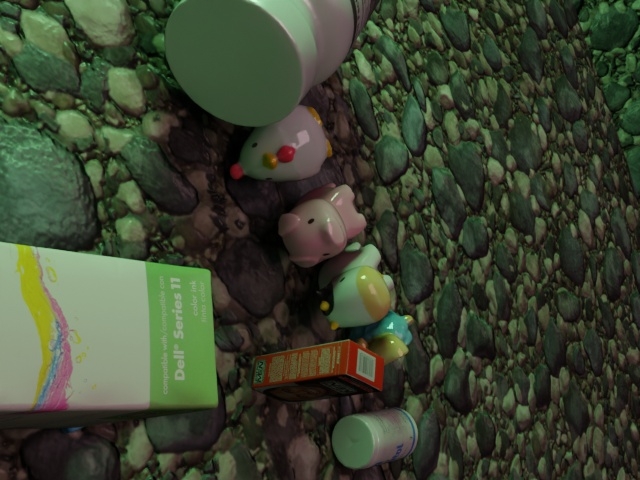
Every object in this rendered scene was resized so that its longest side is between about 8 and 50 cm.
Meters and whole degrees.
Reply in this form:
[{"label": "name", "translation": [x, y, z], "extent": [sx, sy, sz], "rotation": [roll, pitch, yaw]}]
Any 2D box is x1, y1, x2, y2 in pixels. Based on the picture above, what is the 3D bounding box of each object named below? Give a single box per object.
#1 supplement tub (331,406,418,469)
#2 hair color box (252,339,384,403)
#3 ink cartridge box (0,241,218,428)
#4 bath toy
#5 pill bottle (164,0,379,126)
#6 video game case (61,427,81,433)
[{"label": "supplement tub", "translation": [0.073, 0.258, 1.139], "extent": [0.107, 0.071, 0.071], "rotation": [3, 75, -51]}, {"label": "hair color box", "translation": [-0.004, 0.155, 1.016], "extent": [0.072, 0.141, 0.043], "rotation": [32, 54, -42]}, {"label": "ink cartridge box", "translation": [-0.274, 0.074, 0.629], "extent": [0.353, 0.207, 0.119], "rotation": [11, 70, -47]}, {"label": "bath toy", "translation": [0.000, 0.000, 1.099], "extent": [0.129, 0.151, 0.348], "rotation": [-30, 104, -17]}, {"label": "pill bottle", "translation": [-0.038, -0.315, 1.083], "extent": [0.210, 0.210, 0.363], "rotation": [54, 42, -26]}, {"label": "video game case", "translation": [-0.206, 0.108, 0.875], "extent": [0.166, 0.015, 0.119], "rotation": [-18, 92, -54]}]
